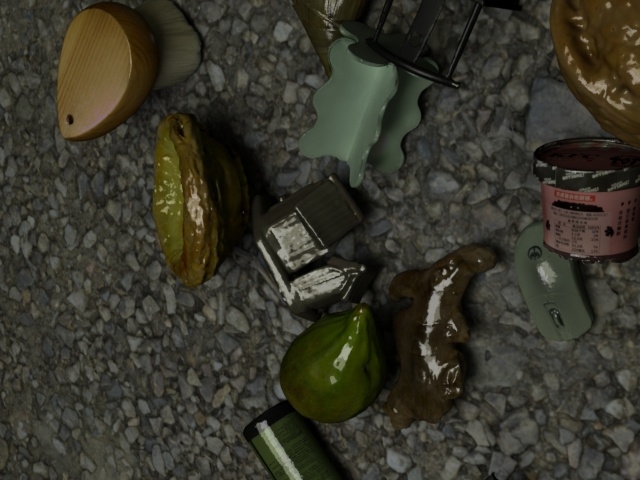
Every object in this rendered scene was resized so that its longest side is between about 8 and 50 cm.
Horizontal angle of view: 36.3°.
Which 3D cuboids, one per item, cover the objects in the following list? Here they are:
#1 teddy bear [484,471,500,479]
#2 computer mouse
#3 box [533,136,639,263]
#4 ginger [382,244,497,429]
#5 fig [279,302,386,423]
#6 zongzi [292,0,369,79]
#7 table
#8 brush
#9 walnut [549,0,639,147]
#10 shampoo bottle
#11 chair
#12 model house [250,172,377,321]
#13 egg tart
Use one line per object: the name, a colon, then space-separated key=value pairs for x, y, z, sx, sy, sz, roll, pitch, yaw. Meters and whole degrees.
teddy bear: x=0.278 y=0.464 z=1.431 sx=0.171 sy=0.144 sz=0.251 roll=12 pitch=92 yaw=-4
computer mouse: x=0.319 y=0.064 z=1.356 sx=0.089 sy=0.056 sz=0.182 roll=-17 pitch=91 yaw=40
box: x=0.349 y=-0.050 z=1.259 sx=0.151 sy=0.151 sz=0.135 roll=10 pitch=113 yaw=32
ginger: x=0.158 y=0.150 z=1.466 sx=0.166 sy=0.080 sz=0.333 roll=20 pitch=114 yaw=35
fig: x=0.039 y=0.188 z=1.495 sx=0.233 sy=0.167 sz=0.167 roll=-27 pitch=84 yaw=44
zongzi: x=-0.009 y=-0.335 z=1.484 sx=0.160 sy=0.078 sz=0.176 roll=35 pitch=126 yaw=30
table: x=0.068 y=-0.191 z=1.418 sx=0.166 sy=0.166 sz=0.198 roll=36 pitch=126 yaw=23
brush: x=-0.338 y=-0.280 z=1.655 sx=0.174 sy=0.166 sz=0.267 roll=46 pitch=121 yaw=16
walnut: x=0.389 y=-0.238 z=1.147 sx=0.257 sy=0.257 sz=0.224 roll=56 pitch=160 yaw=12
shampoo bottle: x=-0.015 y=0.406 z=1.622 sx=0.101 sy=0.101 sz=0.284 roll=-43 pitch=76 yaw=32
chair: x=0.188 y=-0.349 z=1.302 sx=0.154 sy=0.141 sz=0.260 roll=33 pitch=115 yaw=25
model house: x=-0.007 y=0.004 z=1.524 sx=0.188 sy=0.122 sz=0.229 roll=-28 pitch=88 yaw=30
egg tart: x=-0.195 y=-0.070 z=1.598 sx=0.294 sy=0.123 sz=0.294 roll=175 pitch=90 yaw=-70
